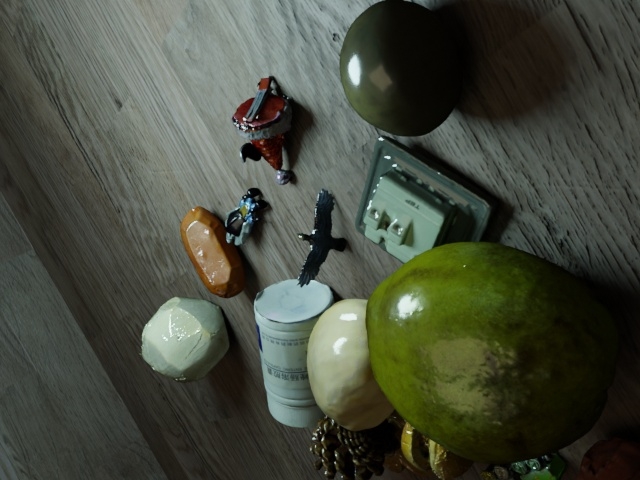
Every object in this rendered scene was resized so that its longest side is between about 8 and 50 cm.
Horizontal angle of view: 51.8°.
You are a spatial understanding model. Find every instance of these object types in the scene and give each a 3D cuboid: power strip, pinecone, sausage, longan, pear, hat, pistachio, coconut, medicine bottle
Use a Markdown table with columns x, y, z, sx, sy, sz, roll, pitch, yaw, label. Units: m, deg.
| x | y | z | sx | sy | sz | roll | pitch | yaw | label |
| --- | --- | --- | --- | --- | --- | --- | --- | --- | --- |
| 0.171 | -0.034 | 1.230 | 0.257 | 0.092 | 0.251 | 36 | 134 | 22 | power strip |
| 0.068 | 0.481 | 1.555 | 0.185 | 0.169 | 0.212 | 31 | 150 | -9 | pinecone |
| -0.287 | 0.034 | 1.765 | 0.133 | 0.133 | 0.258 | -29 | 90 | 53 | sausage |
| 0.127 | -0.268 | 1.044 | 0.196 | 0.196 | 0.220 | -7 | 112 | 50 | longan |
| 0.268 | 0.171 | 1.063 | 0.413 | 0.352 | 0.352 | 8 | 120 | 38 | pear |
| -0.108 | -0.218 | 1.434 | 0.140 | 0.128 | 0.227 | -99 | -6 | -46 | hat |
| 0.534 | 0.461 | 1.100 | 0.152 | 0.152 | 0.280 | -20 | 99 | 52 | sausage |
| 0.083 | 0.264 | 1.408 | 0.238 | 0.229 | 0.321 | 29 | 130 | 25 | pistachio |
| -0.395 | 0.283 | 1.967 | 0.245 | 0.247 | 0.245 | 38 | 177 | 2 | coconut |
| -0.051 | 0.278 | 1.607 | 0.190 | 0.190 | 0.332 | 22 | 129 | 39 | medicine bottle |

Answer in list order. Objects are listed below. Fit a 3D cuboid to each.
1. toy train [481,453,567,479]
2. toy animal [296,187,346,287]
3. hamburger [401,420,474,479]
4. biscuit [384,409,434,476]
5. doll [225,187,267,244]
| x | y | z | sx | sy | sz | roll | pitch | yaw | label |
| --- | --- | --- | --- | --- | --- | --- | --- | --- | --- |
| 0.404 | 0.462 | 1.321 | 0.081 | 0.060 | 0.202 | 48 | 143 | 6 | toy train |
| 0.000 | 0.000 | 1.439 | 0.062 | 0.108 | 0.220 | 17 | 91 | 46 | toy animal |
| 0.256 | 0.399 | 1.345 | 0.118 | 0.182 | 0.191 | 14 | 108 | 49 | hamburger |
| 0.183 | 0.483 | 1.603 | 0.288 | 0.044 | 0.202 | -27 | 93 | 51 | biscuit |
| -0.198 | -0.052 | 1.656 | 0.195 | 0.070 | 0.096 | -49 | 63 | 43 | doll |
